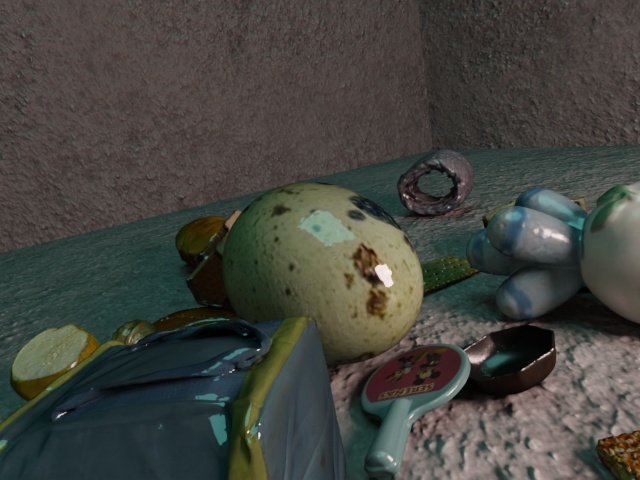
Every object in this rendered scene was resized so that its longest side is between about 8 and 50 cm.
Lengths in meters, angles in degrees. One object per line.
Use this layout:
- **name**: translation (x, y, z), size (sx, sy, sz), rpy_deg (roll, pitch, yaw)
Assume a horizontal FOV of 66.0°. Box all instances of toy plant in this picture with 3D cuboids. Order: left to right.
- **toy plant**: translation (0.404, 0.019, 0.817), size (0.332, 0.247, 0.247), rpy_deg (0, 17, 43)

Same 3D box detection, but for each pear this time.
- **pear**: translation (-0.426, 0.214, 0.815), size (0.141, 0.104, 0.141), rpy_deg (-10, 38, 8)

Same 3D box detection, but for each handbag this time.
- **handbag**: translation (-0.115, 0.199, 0.446), size (0.241, 0.222, 0.263), rpy_deg (-11, 13, 13)

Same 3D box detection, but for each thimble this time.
- **thimble**: translation (0.377, -0.187, 1.623), size (0.236, 0.205, 0.172), rpy_deg (0, 19, 31)

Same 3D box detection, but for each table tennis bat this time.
- **table tennis bat**: translation (0.108, 0.201, 0.618), size (0.153, 0.040, 0.244), rpy_deg (-21, 10, 30)

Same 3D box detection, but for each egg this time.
- **egg**: translation (-0.002, 0.048, 0.799), size (0.287, 0.288, 0.379), rpy_deg (-20, 17, -37)

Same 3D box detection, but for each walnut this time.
- **walnut**: translation (-0.341, 0.187, 0.907), size (0.092, 0.092, 0.092), rpy_deg (-9, 15, 2)

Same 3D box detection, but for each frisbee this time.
- **frisbee**: translation (-0.277, 0.170, 1.017), size (0.192, 0.035, 0.192), rpy_deg (-8, 15, 2)

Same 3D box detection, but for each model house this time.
- **model house**: translation (-0.205, 0.066, 1.110), size (0.172, 0.166, 0.183), rpy_deg (-42, 10, 28)

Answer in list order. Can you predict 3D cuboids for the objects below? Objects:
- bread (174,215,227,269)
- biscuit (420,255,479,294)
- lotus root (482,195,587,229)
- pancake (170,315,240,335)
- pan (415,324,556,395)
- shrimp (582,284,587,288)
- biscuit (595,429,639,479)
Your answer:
- **bread**: translation (-0.307, 0.010, 1.415), size (0.195, 0.149, 0.344), rpy_deg (-15, 15, -24)
- **biscuit**: translation (0.256, 0.072, 1.090), size (0.203, 0.016, 0.144), rpy_deg (-16, 16, -27)
- **lotus root**: translation (0.480, -0.028, 1.125), size (0.234, 0.119, 0.138), rpy_deg (-13, 15, -10)
- **pancake**: translation (-0.205, 0.187, 0.892), size (0.199, 0.021, 0.199), rpy_deg (-4, 21, 1)
- **pan**: translation (0.237, 0.162, 0.684), size (0.128, 0.048, 0.202), rpy_deg (-25, 7, -14)
- **shrimp**: translation (0.562, 0.046, 0.948), size (0.261, 0.051, 0.198), rpy_deg (-11, 21, 4)
- **biscuit**: translation (0.357, 0.229, 0.410), size (0.131, 0.025, 0.231), rpy_deg (-11, 14, -5)
